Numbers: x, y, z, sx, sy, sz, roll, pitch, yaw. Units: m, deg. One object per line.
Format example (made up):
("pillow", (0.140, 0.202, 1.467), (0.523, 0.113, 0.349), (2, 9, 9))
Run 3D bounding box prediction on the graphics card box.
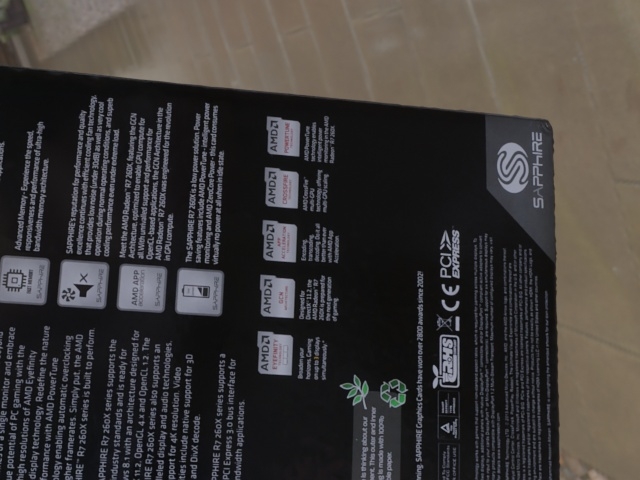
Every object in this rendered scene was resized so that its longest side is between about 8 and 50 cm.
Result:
("graphics card box", (-0.062, 0.038, 0.549), (0.094, 0.370, 0.233), (125, 147, -73))
